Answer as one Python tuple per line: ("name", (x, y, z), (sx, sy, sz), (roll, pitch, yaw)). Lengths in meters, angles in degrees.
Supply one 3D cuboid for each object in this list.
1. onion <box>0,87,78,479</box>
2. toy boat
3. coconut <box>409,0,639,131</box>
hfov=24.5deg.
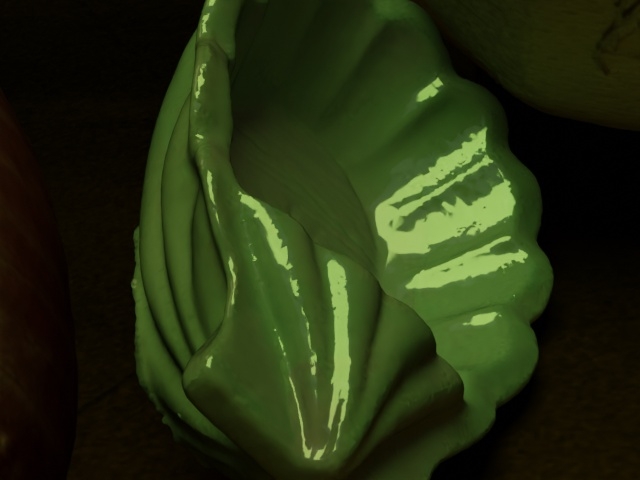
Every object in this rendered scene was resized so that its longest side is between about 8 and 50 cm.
("onion", (-0.247, 0.057, 0.450), (0.354, 0.353, 0.353), (-8, 30, 5))
("toy boat", (0.000, 0.000, 0.592), (0.100, 0.199, 0.290), (-38, 21, 31))
("coconut", (0.220, -0.212, 0.707), (0.360, 0.346, 0.346), (9, 33, 7))
